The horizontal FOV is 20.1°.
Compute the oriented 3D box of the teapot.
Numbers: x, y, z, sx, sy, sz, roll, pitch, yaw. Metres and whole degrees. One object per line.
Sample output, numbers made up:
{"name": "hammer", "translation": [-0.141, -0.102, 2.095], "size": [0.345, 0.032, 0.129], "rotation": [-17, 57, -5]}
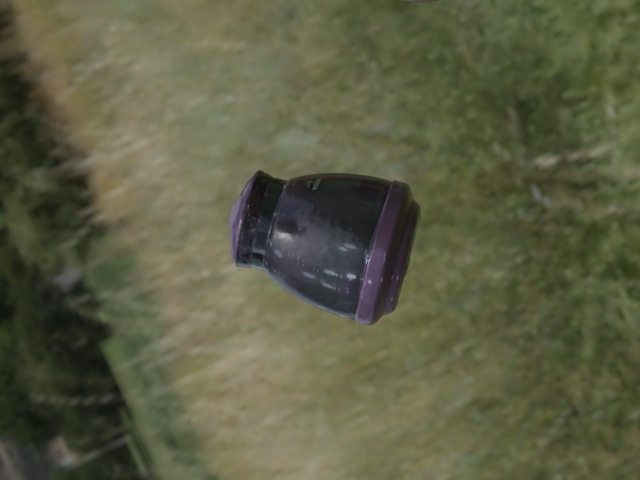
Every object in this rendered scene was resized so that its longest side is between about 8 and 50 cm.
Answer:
{"name": "teapot", "translation": [0.002, -0.008, 1.429], "size": [0.148, 0.146, 0.116], "rotation": [-64, -12, -69]}

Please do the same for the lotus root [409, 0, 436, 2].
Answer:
{"name": "lotus root", "translation": [0.075, -0.231, 1.379], "size": [0.190, 0.094, 0.108], "rotation": [-119, 43, -63]}
